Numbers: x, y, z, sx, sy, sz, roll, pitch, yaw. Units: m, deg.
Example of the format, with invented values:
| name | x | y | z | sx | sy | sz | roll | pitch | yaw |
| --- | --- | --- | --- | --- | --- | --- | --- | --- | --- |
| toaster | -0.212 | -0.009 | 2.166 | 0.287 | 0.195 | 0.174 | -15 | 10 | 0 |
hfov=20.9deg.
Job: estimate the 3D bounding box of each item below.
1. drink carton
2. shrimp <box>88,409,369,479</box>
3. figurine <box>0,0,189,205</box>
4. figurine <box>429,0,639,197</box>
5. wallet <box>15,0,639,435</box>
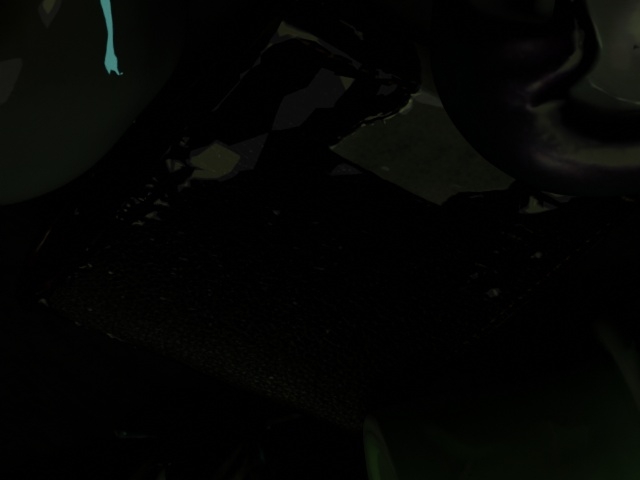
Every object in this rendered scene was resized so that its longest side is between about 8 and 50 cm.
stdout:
| name | x | y | z | sx | sy | sz | roll | pitch | yaw |
| --- | --- | --- | --- | --- | --- | --- | --- | --- | --- |
| drink carton | 0.103 | 0.128 | 0.925 | 0.142 | 0.144 | 0.146 | -12 | 150 | -6 |
| shrimp | -0.083 | 0.194 | 1.091 | 0.410 | 0.166 | 0.221 | -5 | 130 | 38 |
| figurine | -0.108 | -0.155 | 0.561 | 0.203 | 0.248 | 0.380 | 7 | 140 | -41 |
| figurine | 0.149 | -0.095 | 0.653 | 0.222 | 0.145 | 0.145 | -10 | 141 | 21 |
| wallet | 0.000 | 0.000 | 0.871 | 0.221 | 0.071 | 0.262 | 27 | 134 | -24 |
